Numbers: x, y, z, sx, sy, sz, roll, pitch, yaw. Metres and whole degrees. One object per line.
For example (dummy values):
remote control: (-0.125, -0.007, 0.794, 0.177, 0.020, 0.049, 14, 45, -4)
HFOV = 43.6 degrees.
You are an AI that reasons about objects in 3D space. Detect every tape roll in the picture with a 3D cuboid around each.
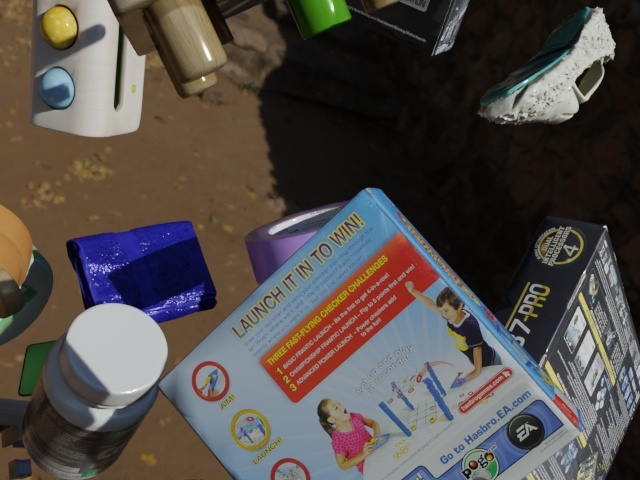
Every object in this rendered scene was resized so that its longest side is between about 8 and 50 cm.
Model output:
tape roll: (0.000, 0.000, 1.494, 0.274, 0.090, 0.275, -14, 10, 3)

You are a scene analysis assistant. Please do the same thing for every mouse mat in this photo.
mouse mat: (-0.596, 0.286, 1.848, 0.189, 0.007, 0.153, -10, 44, 0)

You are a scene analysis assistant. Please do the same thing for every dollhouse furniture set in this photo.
dollhouse furniture set: (-0.685, 0.525, 1.735, 0.286, 0.198, 0.303, 25, 47, -54)

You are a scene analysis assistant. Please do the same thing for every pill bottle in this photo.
pill bottle: (-0.409, 0.276, 1.442, 0.204, 0.361, 0.204, 16, 50, -19)

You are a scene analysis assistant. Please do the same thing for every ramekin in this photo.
ramekin: (-0.764, 0.107, 1.826, 0.148, 0.303, 0.303, 36, 28, 24)

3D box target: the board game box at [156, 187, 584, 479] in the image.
board game box: (0.043, 0.159, 0.813, 0.302, 0.308, 0.086, 49, 14, 8)

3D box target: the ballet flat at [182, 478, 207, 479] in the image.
ballet flat: (-0.269, 0.637, 1.609, 0.123, 0.123, 0.349, 16, 37, -20)

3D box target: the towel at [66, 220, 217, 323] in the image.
towel: (-0.384, 0.075, 1.765, 0.308, 0.076, 0.228, -12, 79, -41)

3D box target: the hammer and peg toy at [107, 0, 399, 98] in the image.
hammer and peg toy: (0.016, -0.232, 0.607, 0.127, 0.361, 0.266, 65, -6, -10)

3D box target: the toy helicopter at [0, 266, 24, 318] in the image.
toy helicopter: (-0.577, -0.036, 1.256, 0.355, 0.235, 0.140, 56, 44, -4)

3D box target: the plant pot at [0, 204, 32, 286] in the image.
plant pot: (-0.698, 0.075, 1.489, 0.290, 0.291, 0.203, 13, 45, -25)

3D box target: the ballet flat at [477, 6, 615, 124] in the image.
ballet flat: (0.432, -0.291, 1.433, 0.147, 0.147, 0.409, 35, 52, 16)

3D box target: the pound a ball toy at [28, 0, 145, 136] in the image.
pound a ball toy: (-0.283, -0.299, 1.059, 0.208, 0.319, 0.135, 15, 18, 20)

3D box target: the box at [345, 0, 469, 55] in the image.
box: (0.066, -0.411, 1.024, 0.307, 0.242, 0.076, 29, 32, 18)

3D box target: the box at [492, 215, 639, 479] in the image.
box: (0.321, 0.210, 1.074, 0.097, 0.318, 0.395, 13, -28, 38)
